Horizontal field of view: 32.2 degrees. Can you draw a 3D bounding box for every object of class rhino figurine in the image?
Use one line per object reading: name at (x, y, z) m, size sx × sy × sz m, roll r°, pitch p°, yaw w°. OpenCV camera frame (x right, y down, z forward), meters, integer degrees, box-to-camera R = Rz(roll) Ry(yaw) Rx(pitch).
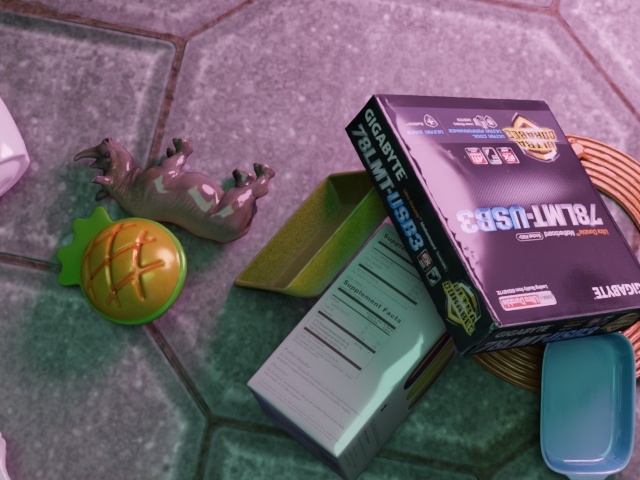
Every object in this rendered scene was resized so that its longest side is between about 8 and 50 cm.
rhino figurine at (-0.185, -0.068, 1.345) m, size 0.243 × 0.073 × 0.106 m, roll 16°, pitch 71°, yaw 4°

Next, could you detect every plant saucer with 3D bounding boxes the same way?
plant saucer at (0.000, 0.000, 1.290) m, size 0.045 × 0.188 × 0.188 m, roll 45°, pitch 75°, yaw -16°

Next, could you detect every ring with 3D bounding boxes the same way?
ring at (0.299, 0.023, 1.362) m, size 0.337 × 0.032 × 0.336 m, roll 1°, pitch 73°, yaw -2°

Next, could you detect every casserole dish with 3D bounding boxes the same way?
casserole dish at (0.306, 0.186, 1.290) m, size 0.114 × 0.037 × 0.188 m, roll 2°, pitch 88°, yaw -8°

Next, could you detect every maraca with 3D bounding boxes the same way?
maraca at (-0.235, 0.028, 1.304) m, size 0.186 × 0.099 × 0.127 m, roll 23°, pitch 80°, yaw 29°

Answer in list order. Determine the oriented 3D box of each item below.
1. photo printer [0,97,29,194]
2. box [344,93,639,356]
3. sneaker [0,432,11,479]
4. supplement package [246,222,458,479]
photo printer at (-0.524, -0.101, 1.320) m, size 0.307 × 0.107 × 0.256 m, roll -41°, pitch 79°, yaw -13°
box at (0.206, -0.026, 1.228) m, size 0.296 × 0.073 × 0.293 m, roll -3°, pitch 57°, yaw -40°
sneaker at (-0.401, 0.242, 1.244) m, size 0.091 × 0.094 × 0.258 m, roll -36°, pitch 84°, yaw -27°
supplement package at (0.055, 0.128, 1.251) m, size 0.134 × 0.139 × 0.244 m, roll 36°, pitch 76°, yaw 21°
